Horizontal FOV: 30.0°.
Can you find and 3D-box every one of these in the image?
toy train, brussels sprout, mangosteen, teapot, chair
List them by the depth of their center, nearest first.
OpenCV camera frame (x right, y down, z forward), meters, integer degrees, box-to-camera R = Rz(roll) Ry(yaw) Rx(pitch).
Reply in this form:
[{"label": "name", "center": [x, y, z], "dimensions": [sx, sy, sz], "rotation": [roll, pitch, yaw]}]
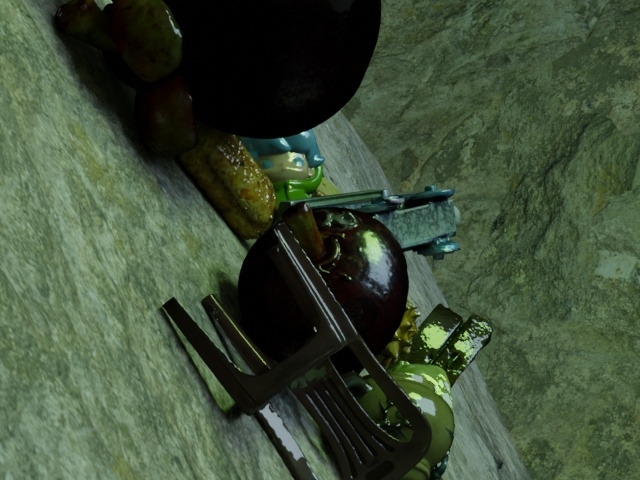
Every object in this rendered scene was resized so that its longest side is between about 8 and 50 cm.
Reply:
[{"label": "chair", "center": [-0.014, 0.163, 1.388], "dimensions": [0.326, 0.175, 0.183], "rotation": [54, 0, 5]}, {"label": "mangosteen", "center": [0.001, 0.046, 1.567], "dimensions": [0.261, 0.235, 0.235], "rotation": [73, -5, -52]}, {"label": "mangosteen", "center": [-0.126, -0.308, 1.632], "dimensions": [0.382, 0.435, 0.382], "rotation": [31, -42, 33]}, {"label": "teapot", "center": [0.091, 0.282, 1.655], "dimensions": [0.269, 0.173, 0.182], "rotation": [37, 47, -42]}, {"label": "brussels sprout", "center": [0.124, 0.259, 1.820], "dimensions": [0.151, 0.122, 0.149], "rotation": [-148, -115, -63]}, {"label": "toy train", "center": [0.085, -0.015, 1.875], "dimensions": [0.299, 0.202, 0.131], "rotation": [-9, 95, -54]}]

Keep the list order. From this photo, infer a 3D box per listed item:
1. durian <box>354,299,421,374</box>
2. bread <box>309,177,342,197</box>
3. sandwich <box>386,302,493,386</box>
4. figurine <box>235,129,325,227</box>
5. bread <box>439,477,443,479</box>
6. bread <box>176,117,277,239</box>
[{"label": "durian", "center": [0.041, 0.131, 1.824], "dimensions": [0.341, 0.191, 0.112], "rotation": [47, 47, -54]}, {"label": "bread", "center": [0.000, 0.000, 2.097], "dimensions": [0.178, 0.135, 0.240], "rotation": [50, 15, -29]}, {"label": "sandwich", "center": [0.169, 0.231, 2.020], "dimensions": [0.109, 0.292, 0.212], "rotation": [39, -5, 8]}, {"label": "figurine", "center": [-0.067, -0.097, 1.988], "dimensions": [0.143, 0.162, 0.263], "rotation": [98, -17, -65]}, {"label": "bread", "center": [0.159, 0.395, 1.876], "dimensions": [0.140, 0.069, 0.128], "rotation": [55, 9, -30]}, {"label": "bread", "center": [-0.142, -0.102, 1.810], "dimensions": [0.211, 0.083, 0.114], "rotation": [50, 17, -36]}]
